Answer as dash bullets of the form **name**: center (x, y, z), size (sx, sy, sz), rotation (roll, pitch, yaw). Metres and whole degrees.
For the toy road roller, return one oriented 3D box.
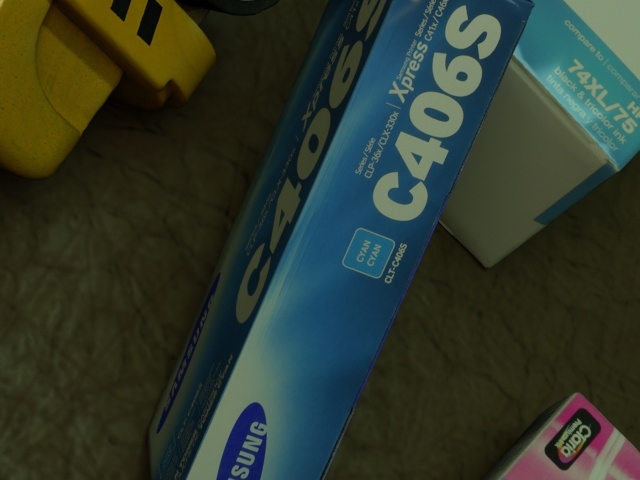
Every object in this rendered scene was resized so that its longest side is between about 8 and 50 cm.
- **toy road roller**: center (-0.189, -0.189, 1.000), size (0.329, 0.202, 0.240), rotation (44, 74, -41)

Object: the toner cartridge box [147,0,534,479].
- **toner cartridge box**: center (0.000, 0.000, 0.967), size (0.075, 0.165, 0.347), rotation (21, 101, -13)

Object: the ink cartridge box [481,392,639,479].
- **ink cartridge box**: center (0.228, 0.286, 1.054), size (0.371, 0.069, 0.176), rotation (46, 60, 1)

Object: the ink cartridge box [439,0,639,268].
- **ink cartridge box**: center (0.168, -0.160, 1.171), size (0.197, 0.198, 0.270), rotation (46, 62, 0)
